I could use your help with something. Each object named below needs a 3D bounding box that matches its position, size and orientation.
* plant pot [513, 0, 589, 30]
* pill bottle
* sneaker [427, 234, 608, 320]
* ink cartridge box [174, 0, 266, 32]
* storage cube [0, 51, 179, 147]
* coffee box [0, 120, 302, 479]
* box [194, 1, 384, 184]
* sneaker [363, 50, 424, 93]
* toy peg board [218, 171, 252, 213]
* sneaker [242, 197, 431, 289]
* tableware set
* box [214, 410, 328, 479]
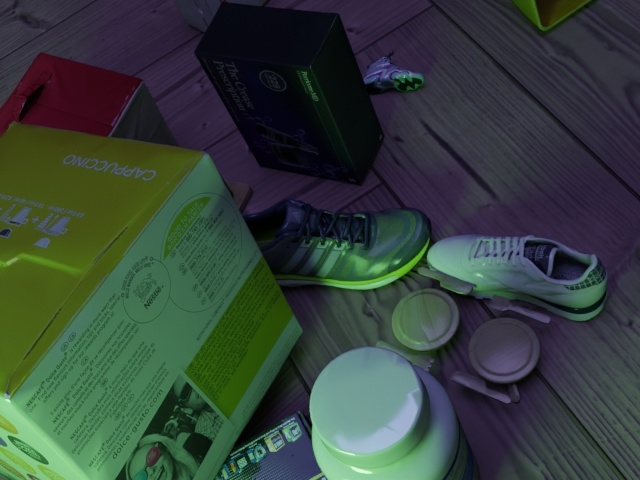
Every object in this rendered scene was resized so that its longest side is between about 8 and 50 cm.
[{"bbox_3d":[0.344,-0.488,1.364,0.212,0.212,0.187,-34,41,-3],"label":"plant pot"},{"bbox_3d":[0.078,0.219,0.952,0.152,0.272,0.152,-9,56,14],"label":"pill bottle"},{"bbox_3d":[0.243,0.026,1.129,0.235,0.095,0.090,10,64,26],"label":"sneaker"},{"bbox_3d":[-0.147,-0.515,1.545,0.117,0.201,0.278,29,72,32],"label":"ink cartridge box"},{"bbox_3d":[-0.362,-0.146,1.386,0.193,0.215,0.184,17,65,21],"label":"storage cube"},{"bbox_3d":[-0.282,0.100,1.068,0.337,0.334,0.338,11,54,33],"label":"coffee box"},{"bbox_3d":[-0.036,-0.203,1.269,0.184,0.261,0.103,10,63,25],"label":"box"},{"bbox_3d":[0.115,-0.267,1.395,0.098,0.038,0.069,-1,59,19],"label":"sneaker"},{"bbox_3d":[-0.213,-0.046,1.345,0.160,0.079,0.161,12,63,25],"label":"toy peg board"},{"bbox_3d":[0.000,0.000,1.213,0.300,0.121,0.111,-9,57,14],"label":"sneaker"},{"bbox_3d":[0.181,0.123,1.123,0.194,0.039,0.128,21,69,29],"label":"tableware set"},{"bbox_3d":[-0.060,0.328,1.059,0.190,0.045,0.184,-29,61,-1],"label":"box"}]
